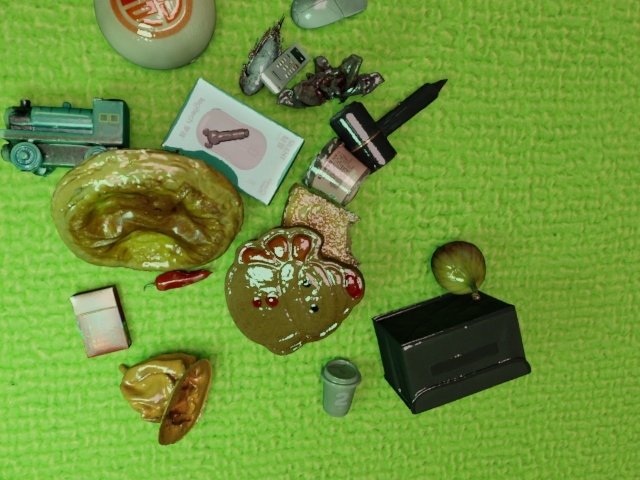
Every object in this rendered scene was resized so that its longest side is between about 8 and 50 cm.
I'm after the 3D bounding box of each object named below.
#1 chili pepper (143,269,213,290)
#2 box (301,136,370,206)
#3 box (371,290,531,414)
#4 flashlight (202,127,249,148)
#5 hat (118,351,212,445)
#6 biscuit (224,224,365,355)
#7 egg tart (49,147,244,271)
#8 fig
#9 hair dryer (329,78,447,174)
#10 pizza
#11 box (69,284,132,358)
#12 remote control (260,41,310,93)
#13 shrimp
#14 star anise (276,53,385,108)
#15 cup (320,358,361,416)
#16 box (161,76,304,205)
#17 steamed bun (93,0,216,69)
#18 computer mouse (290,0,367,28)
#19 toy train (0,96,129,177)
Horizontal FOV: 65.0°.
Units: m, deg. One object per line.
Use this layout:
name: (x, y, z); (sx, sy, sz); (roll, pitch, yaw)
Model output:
chili pepper: (-0.384, 0.103, 1.348); (0.191, 0.059, 0.050); (-13, 93, -5)
box: (0.048, -0.174, 1.320); (0.135, 0.151, 0.151); (37, 91, 2)
box: (0.350, 0.293, 1.409); (0.346, 0.251, 0.204); (-17, 101, -8)
flashlight: (-0.228, -0.255, 1.216); (0.111, 0.031, 0.052); (-11, 123, -12)
hat: (-0.448, 0.390, 1.353); (0.233, 0.244, 0.233); (21, 63, 17)
biscuit: (-0.072, 0.134, 1.344); (0.382, 0.074, 0.358); (-11, 105, 16)
egg tart: (-0.402, -0.084, 1.203); (0.444, 0.443, 0.178); (-7, 55, -5)
fig: (0.397, 0.109, 1.417); (0.160, 0.230, 0.143); (25, 134, -18)
hair dryer: (0.205, -0.357, 1.374); (0.352, 0.107, 0.189); (-40, 101, -10)
pizza: (0.000, 0.000, 1.385); (0.223, 0.089, 0.323); (-2, 101, -2)
box: (-0.580, 0.214, 1.335); (0.112, 0.048, 0.175); (-14, 101, -7)
remote control: (-0.091, -0.442, 1.285); (0.065, 0.029, 0.166); (45, 55, -16)
shrimp: (-0.139, -0.479, 1.298); (0.090, 0.079, 0.232); (25, 92, -48)
star anise: (0.020, -0.398, 1.278); (0.283, 0.212, 0.129); (-19, 114, 1)
cup: (0.051, 0.429, 1.453); (0.120, 0.120, 0.141); (6, 110, -11)
box: (-0.220, -0.248, 1.294); (0.312, 0.118, 0.205); (30, 94, -13)
steamed bun: (-0.390, -0.552, 1.186); (0.283, 0.177, 0.282); (-2, 99, -9)
computer mouse: (0.032, -0.624, 1.305); (0.229, 0.068, 0.113); (-27, 104, -5)
toy train: (-0.615, -0.252, 1.229); (0.299, 0.120, 0.194); (1, 91, -10)
